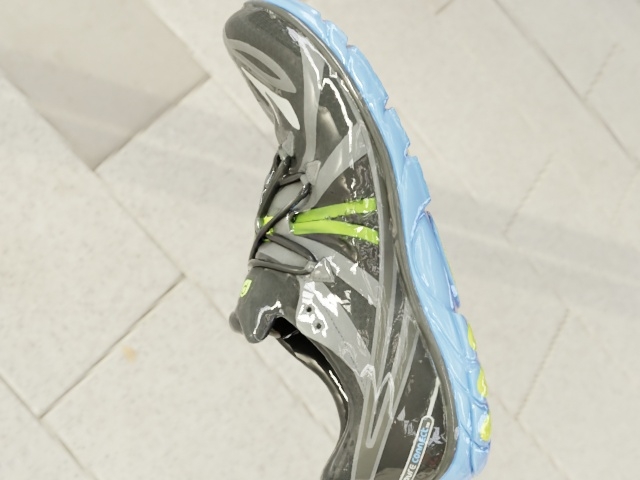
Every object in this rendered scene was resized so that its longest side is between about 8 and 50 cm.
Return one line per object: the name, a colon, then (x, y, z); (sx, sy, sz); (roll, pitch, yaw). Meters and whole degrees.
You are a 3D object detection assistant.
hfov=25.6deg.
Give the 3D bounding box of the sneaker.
sneaker: (0.000, 0.000, 0.488); (0.067, 0.078, 0.188); (92, -20, -79)
